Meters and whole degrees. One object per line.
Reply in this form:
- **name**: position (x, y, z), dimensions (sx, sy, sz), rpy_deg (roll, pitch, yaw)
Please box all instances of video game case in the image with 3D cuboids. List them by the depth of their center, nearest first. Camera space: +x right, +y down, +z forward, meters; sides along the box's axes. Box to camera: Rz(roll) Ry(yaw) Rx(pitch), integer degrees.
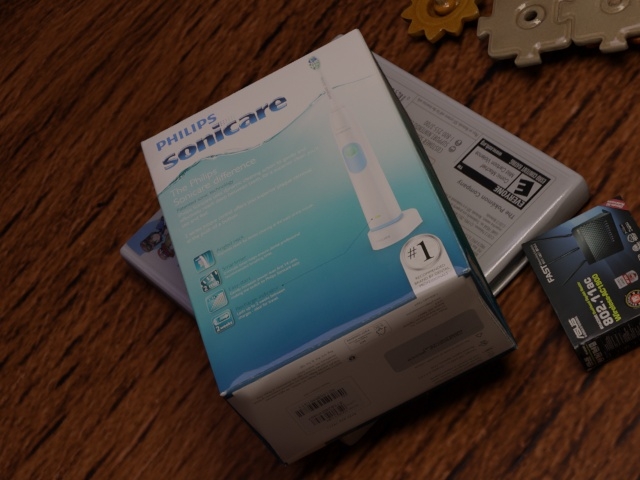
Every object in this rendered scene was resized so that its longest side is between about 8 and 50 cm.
- **video game case**: position (0.022, -0.014, 1.578), dimensions (0.300, 0.036, 0.329), rpy_deg (-45, 49, -11)

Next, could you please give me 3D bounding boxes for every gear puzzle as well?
- **gear puzzle**: position (0.231, -0.224, 1.634), dimensions (0.339, 0.044, 0.175), rpy_deg (-8, 54, 25)

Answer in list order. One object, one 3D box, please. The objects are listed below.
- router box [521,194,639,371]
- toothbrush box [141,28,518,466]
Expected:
- **router box**: position (0.226, 0.033, 1.436), dimensions (0.092, 0.038, 0.122), rpy_deg (-28, 48, 6)
- **toothbrush box**: position (0.000, 0.000, 1.469), dimensions (0.216, 0.126, 0.295), rpy_deg (-28, 49, 6)
